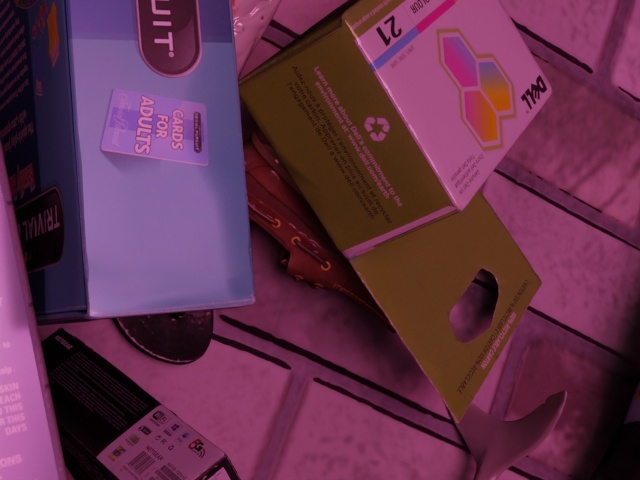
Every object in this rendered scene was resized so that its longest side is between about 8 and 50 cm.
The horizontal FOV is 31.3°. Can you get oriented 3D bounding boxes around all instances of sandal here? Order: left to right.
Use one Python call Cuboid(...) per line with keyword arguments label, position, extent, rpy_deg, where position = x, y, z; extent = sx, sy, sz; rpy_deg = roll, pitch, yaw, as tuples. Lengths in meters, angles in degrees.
Cuboid(label="sandal", position=(-0.104, -0.010, 0.710), extent=(0.067, 0.040, 0.179), rpy_deg=(-9, 89, -28))

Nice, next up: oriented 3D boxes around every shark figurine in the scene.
Cuboid(label="shark figurine", position=(0.051, 0.207, 0.727), extent=(0.278, 0.116, 0.166), rpy_deg=(-20, 95, -24))

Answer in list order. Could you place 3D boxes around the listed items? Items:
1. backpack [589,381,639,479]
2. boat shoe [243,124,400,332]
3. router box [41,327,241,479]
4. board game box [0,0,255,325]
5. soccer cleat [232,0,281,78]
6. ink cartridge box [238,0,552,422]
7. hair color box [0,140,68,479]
Cuboid(label="backpack", position=(0.393, 0.064, 0.850), extent=(0.290, 0.273, 0.356), rpy_deg=(27, 62, -14))
Cuboid(label="boat shoe", position=(0.000, 0.000, 0.756), extent=(0.060, 0.064, 0.178), rpy_deg=(-38, 113, 10))
Cuboid(label="router box", position=(-0.088, 0.134, 0.608), extent=(0.046, 0.179, 0.133), rpy_deg=(-37, 126, -22))
Cuboid(label="board game box", position=(-0.128, -0.126, 0.592), extent=(0.079, 0.253, 0.336), rpy_deg=(-4, 87, -27))
Cuboid(label="soccer cleat", position=(-0.070, -0.124, 0.704), extent=(0.068, 0.076, 0.196), rpy_deg=(32, 63, -19))
Cuboid(label="ink cartridge box", position=(0.088, -0.045, 0.739), extent=(0.255, 0.097, 0.189), rpy_deg=(56, 39, -11))
Cuboid(label="hair color box", position=(-0.203, 0.107, 0.570), extent=(0.113, 0.185, 0.375), rpy_deg=(-11, 90, -27))
